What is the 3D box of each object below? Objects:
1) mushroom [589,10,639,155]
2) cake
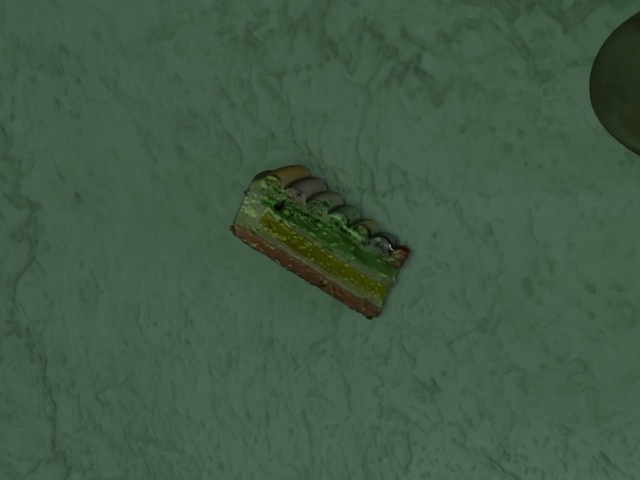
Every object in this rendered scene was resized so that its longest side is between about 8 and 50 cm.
[{"bbox_3d":[0.367,-0.127,1.104,0.207,0.207,0.215,25,142,27],"label":"mushroom"},{"bbox_3d":[0.006,-0.006,1.438,0.225,0.090,0.109,32,113,4],"label":"cake"}]
